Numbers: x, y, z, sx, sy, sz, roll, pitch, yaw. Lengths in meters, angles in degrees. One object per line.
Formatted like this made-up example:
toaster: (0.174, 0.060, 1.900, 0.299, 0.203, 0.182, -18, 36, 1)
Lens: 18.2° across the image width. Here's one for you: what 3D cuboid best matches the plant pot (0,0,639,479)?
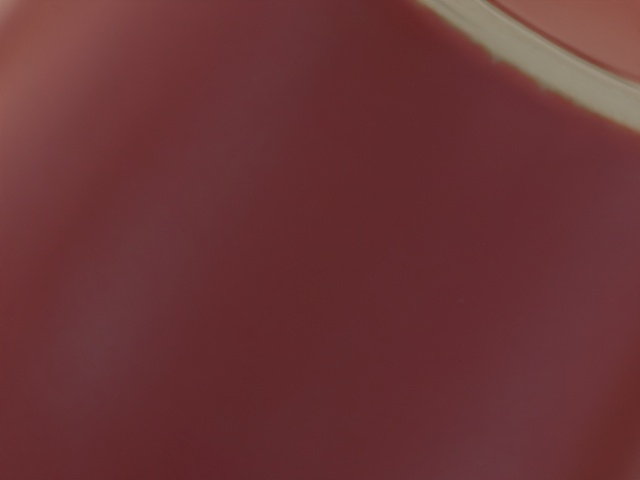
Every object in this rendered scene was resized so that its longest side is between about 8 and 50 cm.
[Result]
plant pot: (0.000, 0.000, 0.543, 0.275, 0.275, 0.243, 35, 122, 2)
